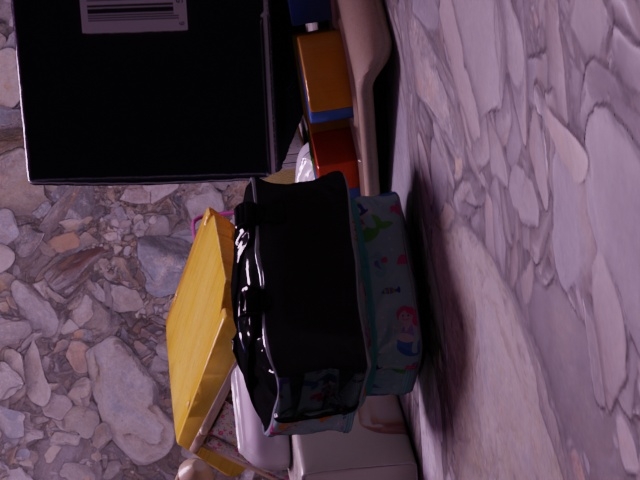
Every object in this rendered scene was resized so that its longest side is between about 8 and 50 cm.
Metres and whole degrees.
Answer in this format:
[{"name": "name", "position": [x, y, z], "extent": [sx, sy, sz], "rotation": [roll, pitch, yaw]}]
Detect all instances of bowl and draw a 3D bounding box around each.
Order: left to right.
[{"name": "bowl", "position": [-0.069, 0.191, 1.782], "extent": [0.142, 0.053, 0.142], "rotation": [126, 138, -78]}]

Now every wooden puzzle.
[{"name": "wooden puzzle", "position": [0.008, -0.191, 1.693], "extent": [0.348, 0.080, 0.322], "rotation": [91, 171, -54]}]

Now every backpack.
[{"name": "backpack", "position": [-0.001, 0.073, 1.533], "extent": [0.253, 0.191, 0.225], "rotation": [106, 160, -59]}]

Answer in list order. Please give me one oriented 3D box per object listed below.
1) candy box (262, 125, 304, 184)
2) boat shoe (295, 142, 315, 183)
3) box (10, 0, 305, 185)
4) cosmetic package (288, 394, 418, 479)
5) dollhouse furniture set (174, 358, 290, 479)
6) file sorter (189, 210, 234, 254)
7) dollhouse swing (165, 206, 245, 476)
[{"name": "candy box", "position": [-0.048, -0.035, 2.429], "extent": [0.316, 0.087, 0.183], "rotation": [-107, 10, -56]}, {"name": "boat shoe", "position": [0.000, 0.000, 1.944], "extent": [0.084, 0.095, 0.258], "rotation": [-97, 2, -52]}, {"name": "box", "position": [-0.179, -0.348, 1.879], "extent": [0.472, 0.297, 0.480], "rotation": [-70, -22, -74]}, {"name": "cosmetic package", "position": [0.023, 0.214, 1.801], "extent": [0.296, 0.129, 0.153], "rotation": [-103, 10, -53]}, {"name": "dollhouse furniture set", "position": [0.002, 0.259, 1.946], "extent": [0.174, 0.303, 0.355], "rotation": [114, -179, -53]}, {"name": "file sorter", "position": [-0.115, 0.104, 2.728], "extent": [0.182, 0.202, 0.291], "rotation": [-104, 9, -63]}, {"name": "dollhouse swing", "position": [-0.064, 0.179, 2.415], "extent": [0.347, 0.305, 0.315], "rotation": [-105, 34, -62]}]
